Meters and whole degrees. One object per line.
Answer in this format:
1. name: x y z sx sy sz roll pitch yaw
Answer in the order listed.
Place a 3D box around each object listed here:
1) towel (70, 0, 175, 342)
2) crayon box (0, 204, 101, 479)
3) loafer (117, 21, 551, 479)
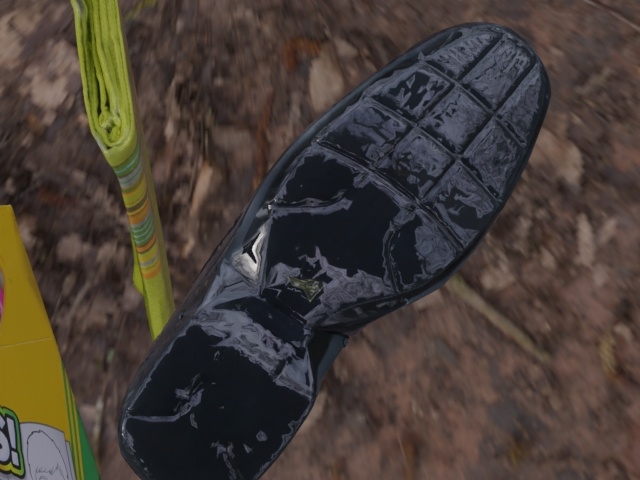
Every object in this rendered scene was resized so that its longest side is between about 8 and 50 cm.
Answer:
1. towel: -0.078 -0.008 0.809 0.021 0.102 0.237 -9 146 -3
2. crayon box: -0.261 0.143 1.192 0.106 0.363 0.313 -19 87 17
3. loafer: 0.000 0.000 0.580 0.062 0.061 0.170 42 99 -13
